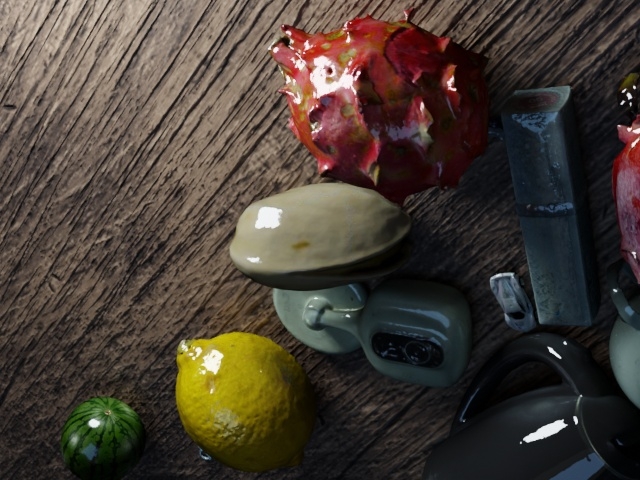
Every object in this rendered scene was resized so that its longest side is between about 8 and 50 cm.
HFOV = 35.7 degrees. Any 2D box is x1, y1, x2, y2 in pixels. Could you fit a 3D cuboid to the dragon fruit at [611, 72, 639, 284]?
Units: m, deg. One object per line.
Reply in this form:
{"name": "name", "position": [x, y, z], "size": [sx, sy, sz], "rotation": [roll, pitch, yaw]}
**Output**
{"name": "dragon fruit", "position": [0.442, -0.052, 0.963], "size": [0.291, 0.269, 0.250], "rotation": [-18, 106, -3]}

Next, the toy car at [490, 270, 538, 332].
{"name": "toy car", "position": [0.249, 0.080, 1.273], "size": [0.041, 0.025, 0.093], "rotation": [-14, 112, 34]}

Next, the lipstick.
{"name": "lipstick", "position": [0.273, -0.031, 1.155], "size": [0.076, 0.077, 0.289], "rotation": [-2, 120, 27]}

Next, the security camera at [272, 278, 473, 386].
{"name": "security camera", "position": [0.060, 0.114, 1.360], "size": [0.302, 0.080, 0.157], "rotation": [9, 124, 25]}

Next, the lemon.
{"name": "lemon", "position": [-0.110, 0.236, 1.449], "size": [0.256, 0.188, 0.188], "rotation": [47, 129, -13]}

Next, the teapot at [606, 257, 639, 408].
{"name": "teapot", "position": [0.432, 0.135, 1.151], "size": [0.294, 0.129, 0.193], "rotation": [46, 128, -7]}

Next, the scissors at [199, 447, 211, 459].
{"name": "scissors", "position": [-0.207, 0.338, 1.677], "size": [0.036, 0.006, 0.083], "rotation": [-25, 107, 38]}

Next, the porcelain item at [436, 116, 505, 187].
{"name": "porcelain item", "position": [0.164, -0.125, 1.186], "size": [0.075, 0.021, 0.136], "rotation": [50, 128, -4]}

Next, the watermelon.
{"name": "watermelon", "position": [-0.367, 0.351, 1.683], "size": [0.141, 0.140, 0.187], "rotation": [21, 131, 13]}

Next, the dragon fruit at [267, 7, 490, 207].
{"name": "dragon fruit", "position": [0.059, -0.151, 1.103], "size": [0.268, 0.205, 0.210], "rotation": [28, 128, 9]}

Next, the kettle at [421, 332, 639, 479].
{"name": "kettle", "position": [0.280, 0.265, 1.277], "size": [0.290, 0.207, 0.268], "rotation": [-47, 58, 40]}

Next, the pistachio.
{"name": "pistachio", "position": [0.000, 0.000, 1.277], "size": [0.238, 0.153, 0.137], "rotation": [-7, 131, 0]}
